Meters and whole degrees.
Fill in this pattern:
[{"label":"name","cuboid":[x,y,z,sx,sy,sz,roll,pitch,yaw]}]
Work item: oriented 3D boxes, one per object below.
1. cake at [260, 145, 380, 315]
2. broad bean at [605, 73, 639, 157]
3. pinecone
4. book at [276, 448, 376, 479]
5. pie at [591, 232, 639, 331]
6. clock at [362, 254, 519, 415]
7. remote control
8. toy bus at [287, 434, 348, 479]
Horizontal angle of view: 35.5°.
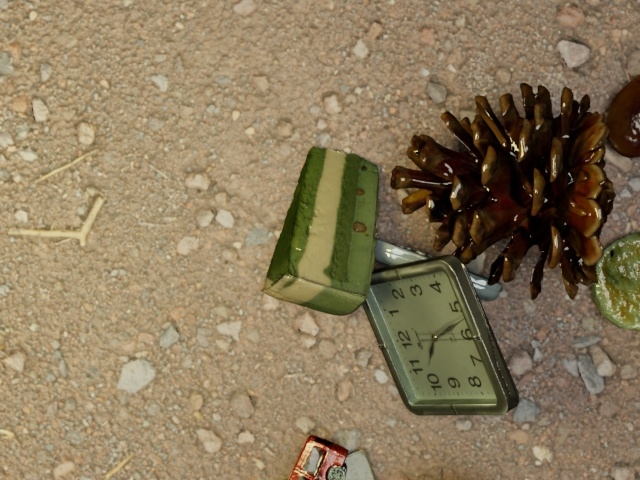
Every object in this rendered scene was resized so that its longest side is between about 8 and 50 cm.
[{"label":"cake","cuboid":[0.001,-0.006,1.751,0.158,0.172,0.284,17,58,-12]},{"label":"broad bean","cuboid":[0.575,-0.227,1.776,0.114,0.084,0.165,40,95,11]},{"label":"pinecone","cuboid":[0.298,-0.078,1.641,0.384,0.384,0.384,0,92,-5]},{"label":"book","cuboid":[0.010,0.469,1.788,0.198,0.016,0.138,-20,94,-4]},{"label":"pie","cuboid":[0.580,0.075,1.807,0.187,0.041,0.187,0,92,-5]},{"label":"clock","cuboid":[0.194,0.163,1.676,0.049,0.279,0.273,-26,96,-33]},{"label":"remote control","cuboid":[0.201,0.052,1.751,0.244,0.087,0.047,20,90,-5]},{"label":"toy bus","cuboid":[-0.020,0.442,1.738,0.089,0.081,0.195,25,89,5]}]
